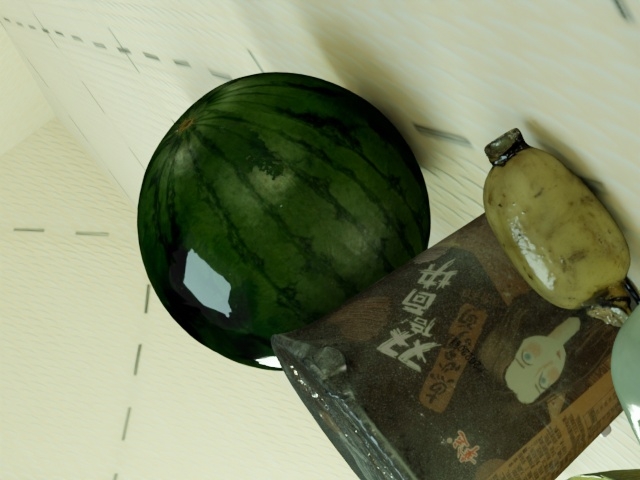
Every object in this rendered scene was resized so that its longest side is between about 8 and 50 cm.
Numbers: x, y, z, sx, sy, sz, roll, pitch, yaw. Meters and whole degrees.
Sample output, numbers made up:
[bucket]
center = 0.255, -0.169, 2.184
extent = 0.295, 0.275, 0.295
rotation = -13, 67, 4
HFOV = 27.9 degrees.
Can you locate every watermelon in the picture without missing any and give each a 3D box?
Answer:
[watermelon]
center = -0.028, -0.015, 1.045
extent = 0.242, 0.242, 0.242
rotation = 50, 169, 13

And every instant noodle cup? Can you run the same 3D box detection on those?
[instant noodle cup]
center = 0.108, 0.092, 0.905
extent = 0.217, 0.207, 0.217
rotation = 51, 169, 14

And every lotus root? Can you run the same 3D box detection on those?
[lotus root]
center = 0.147, 0.000, 0.800
extent = 0.152, 0.063, 0.072
rotation = 54, 137, 9

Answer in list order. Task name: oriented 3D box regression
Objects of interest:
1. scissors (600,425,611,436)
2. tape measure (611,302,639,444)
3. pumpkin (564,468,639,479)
[scissors]
center = 0.174, 0.086, 1.116
extent = 0.212, 0.021, 0.110
rotation = 42, 164, 39
[tape measure]
center = 0.258, 0.108, 0.548
extent = 0.243, 0.125, 0.246
rotation = 31, 160, 46
[pumpkin]
center = 0.288, 0.250, 0.985
extent = 0.217, 0.110, 0.217
rotation = 53, 160, 28
